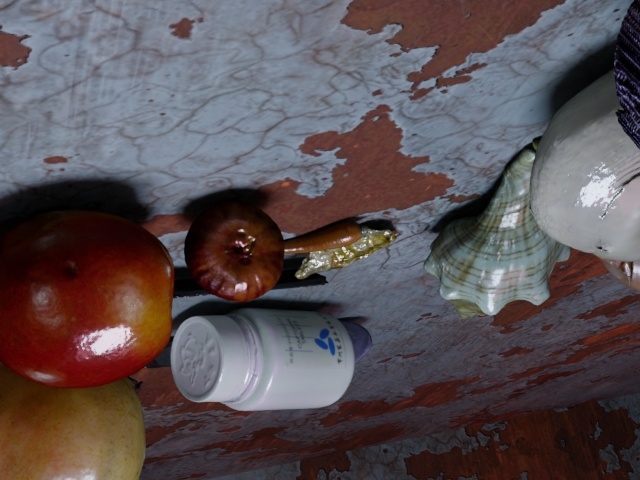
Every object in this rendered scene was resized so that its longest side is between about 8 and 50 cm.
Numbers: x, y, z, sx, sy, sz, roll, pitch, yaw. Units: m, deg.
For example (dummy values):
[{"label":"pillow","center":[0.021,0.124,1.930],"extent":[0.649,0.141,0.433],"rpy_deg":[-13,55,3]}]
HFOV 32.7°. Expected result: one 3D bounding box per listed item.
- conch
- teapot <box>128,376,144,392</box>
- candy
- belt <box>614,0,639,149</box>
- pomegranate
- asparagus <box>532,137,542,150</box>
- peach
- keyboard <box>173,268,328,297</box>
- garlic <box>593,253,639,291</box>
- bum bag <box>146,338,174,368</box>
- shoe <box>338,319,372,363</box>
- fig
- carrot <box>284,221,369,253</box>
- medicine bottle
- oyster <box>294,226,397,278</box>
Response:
[{"label":"conch","center":[0.272,0.017,1.571],"extent":[0.203,0.169,0.386],"rpy_deg":[-15,163,-24]},{"label":"teapot","center":[-0.362,0.251,1.949],"extent":[0.100,0.045,0.068],"rpy_deg":[20,166,-31]},{"label":"candy","center":[0.372,-0.106,1.275],"extent":[0.295,0.185,0.295],"rpy_deg":[-13,141,-11]},{"label":"belt","center":[0.447,-0.189,1.053],"extent":[0.325,0.122,0.260],"rpy_deg":[-21,126,1]},{"label":"pomegranate","center":[-0.427,0.329,1.707],"extent":[0.319,0.319,0.319],"rpy_deg":[-13,161,-5]},{"label":"asparagus","center":[0.335,-0.141,1.400],"extent":[0.127,0.015,0.018],"rpy_deg":[-17,170,8]},{"label":"peach","center":[-0.283,0.065,1.257],"extent":[0.243,0.199,0.243],"rpy_deg":[-7,152,-4]},{"label":"keyboard","center":[-0.116,0.062,1.589],"extent":[0.250,0.017,0.087],"rpy_deg":[-5,-170,-27]},{"label":"garlic","center":[0.477,-0.024,1.632],"extent":[0.160,0.191,0.214],"rpy_deg":[-46,140,11]},{"label":"bum bag","center":[-0.239,0.196,1.873],"extent":[0.198,0.049,0.087],"rpy_deg":[-3,153,-29]},{"label":"shoe","center":[-0.018,0.219,2.043],"extent":[0.245,0.095,0.137],"rpy_deg":[-14,165,8]},{"label":"fig","center":[-0.116,0.007,1.357],"extent":[0.128,0.150,0.128],"rpy_deg":[-21,126,-32]},{"label":"carrot","center":[0.000,0.000,1.530],"extent":[0.142,0.035,0.035],"rpy_deg":[-14,161,12]},{"label":"medicine bottle","center":[-0.094,0.196,1.795],"extent":[0.293,0.170,0.170],"rpy_deg":[5,153,-46]},{"label":"oyster","center":[0.044,0.008,1.582],"extent":[0.146,0.045,0.121],"rpy_deg":[0,147,-30]}]
